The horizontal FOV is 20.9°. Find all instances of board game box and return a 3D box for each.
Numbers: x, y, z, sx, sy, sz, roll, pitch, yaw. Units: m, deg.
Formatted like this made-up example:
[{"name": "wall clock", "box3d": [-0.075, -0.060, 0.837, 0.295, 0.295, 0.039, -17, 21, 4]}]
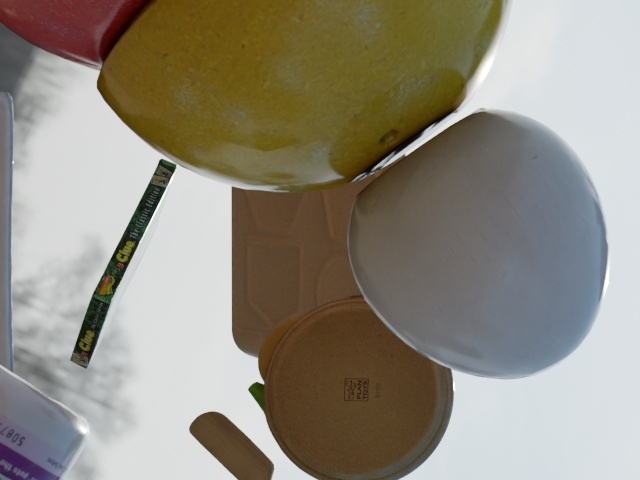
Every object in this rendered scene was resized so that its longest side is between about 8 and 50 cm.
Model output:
[{"name": "board game box", "box3d": [-0.245, 0.026, 2.175, 0.260, 0.030, 0.136, -69, -179, -46]}]

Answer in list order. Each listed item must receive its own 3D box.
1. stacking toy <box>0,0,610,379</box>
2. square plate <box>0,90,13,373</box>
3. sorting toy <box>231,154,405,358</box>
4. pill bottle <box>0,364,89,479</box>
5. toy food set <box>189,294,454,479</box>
[{"name": "stacking toy", "box3d": [-0.025, -0.144, 0.808, 0.350, 0.480, 0.350, -35, 179, -1]}, {"name": "square plate", "box3d": [-0.436, 0.035, 1.484, 0.049, 0.347, 0.344, -126, -145, -49]}, {"name": "sorting toy", "box3d": [0.000, 0.000, 1.327, 0.193, 0.038, 0.208, 8, -75, 48]}, {"name": "pill bottle", "box3d": [-0.299, 0.207, 1.145, 0.301, 0.169, 0.169, -58, -168, -10]}, {"name": "toy food set", "box3d": [0.023, 0.095, 1.124, 0.192, 0.132, 0.038, -45, 166, -3]}]
